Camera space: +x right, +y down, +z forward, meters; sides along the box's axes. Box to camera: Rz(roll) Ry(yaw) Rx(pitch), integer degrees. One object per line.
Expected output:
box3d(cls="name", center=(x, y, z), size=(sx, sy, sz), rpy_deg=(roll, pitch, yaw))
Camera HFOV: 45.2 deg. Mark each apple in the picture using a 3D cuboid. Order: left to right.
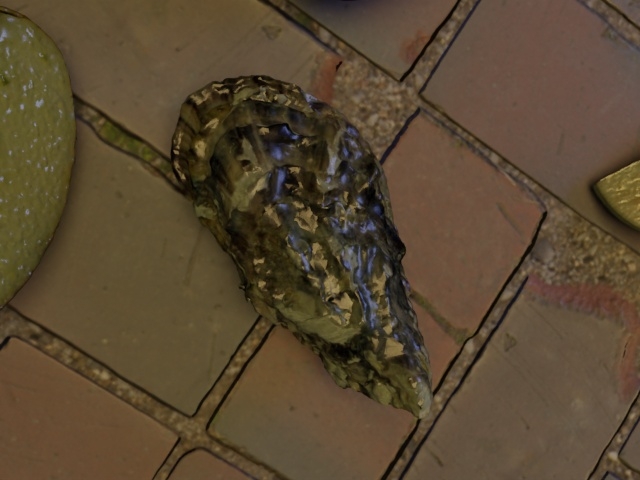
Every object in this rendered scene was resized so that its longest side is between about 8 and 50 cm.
box3d(cls="apple", center=(-0.346, -0.047, 0.598), size=(0.254, 0.179, 0.346), rpy_deg=(28, 63, -4))

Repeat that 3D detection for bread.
box3d(cls="bread", center=(0.395, -0.056, 0.792), size=(0.193, 0.036, 0.112), rpy_deg=(-30, 74, 7))

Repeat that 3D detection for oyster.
box3d(cls="oyster", center=(0.000, 0.006, 0.703), size=(0.162, 0.158, 0.351), rpy_deg=(-35, 83, 26))
